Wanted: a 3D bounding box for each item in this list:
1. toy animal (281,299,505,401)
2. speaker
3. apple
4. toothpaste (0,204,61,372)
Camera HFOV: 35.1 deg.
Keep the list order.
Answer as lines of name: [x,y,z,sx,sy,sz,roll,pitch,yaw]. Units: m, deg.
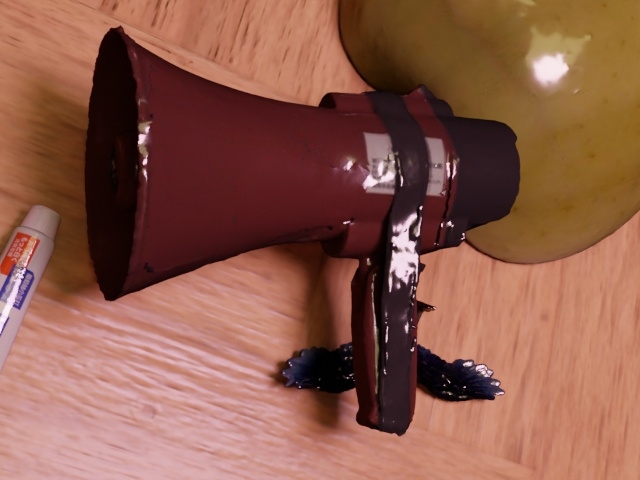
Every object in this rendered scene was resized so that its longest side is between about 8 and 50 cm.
toy animal: [0.066,0.099,0.860,0.220,0.062,0.108,4,90,-26]
speaker: [-0.003,-0.013,0.749,0.329,0.198,0.259,6,53,-19]
apple: [0.218,-0.188,1.001,0.360,0.311,0.320,-31,133,-29]
toothpaste: [-0.242,0.074,0.730,0.052,0.033,0.218,25,69,-12]
